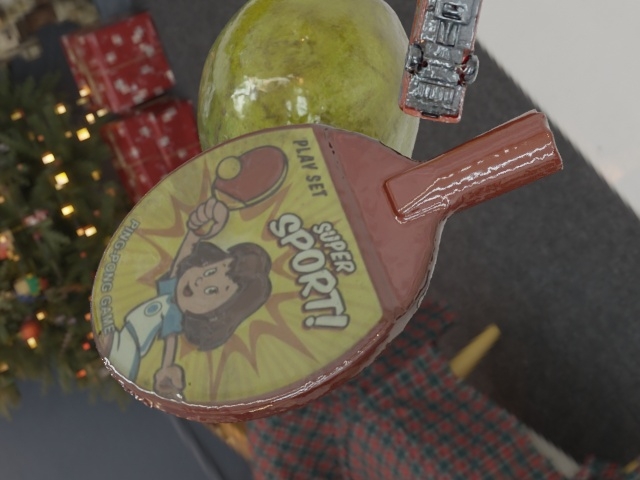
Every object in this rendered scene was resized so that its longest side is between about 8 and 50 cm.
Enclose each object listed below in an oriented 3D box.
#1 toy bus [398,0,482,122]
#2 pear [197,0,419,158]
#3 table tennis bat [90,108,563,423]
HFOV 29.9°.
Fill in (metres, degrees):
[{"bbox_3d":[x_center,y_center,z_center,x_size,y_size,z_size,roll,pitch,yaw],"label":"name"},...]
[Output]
[{"bbox_3d":[0.115,-0.205,1.091,0.077,0.065,0.192,-118,39,-83],"label":"toy bus"},{"bbox_3d":[-0.019,-0.189,1.743,0.352,0.351,0.414,-2,79,61],"label":"pear"},{"bbox_3d":[0.000,0.000,0.990,0.051,0.414,0.268,60,-171,-54],"label":"table tennis bat"}]
